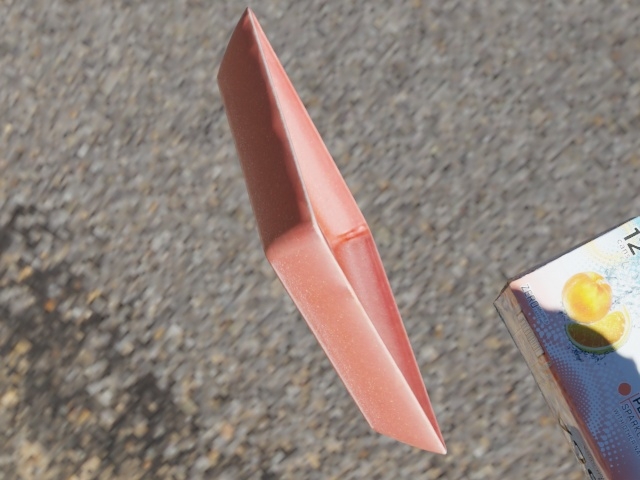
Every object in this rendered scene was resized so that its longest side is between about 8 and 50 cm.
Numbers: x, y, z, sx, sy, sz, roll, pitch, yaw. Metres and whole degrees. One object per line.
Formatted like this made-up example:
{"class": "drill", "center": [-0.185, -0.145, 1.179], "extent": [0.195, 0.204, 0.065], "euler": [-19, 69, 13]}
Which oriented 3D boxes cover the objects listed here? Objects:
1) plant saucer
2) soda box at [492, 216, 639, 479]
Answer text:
{"class": "plant saucer", "center": [0.000, 0.000, 1.297], "extent": [0.047, 0.258, 0.259], "euler": [-24, 43, 7]}
{"class": "soda box", "center": [0.139, 0.086, 0.708], "extent": [0.063, 0.058, 0.183], "euler": [-27, 82, -5]}
